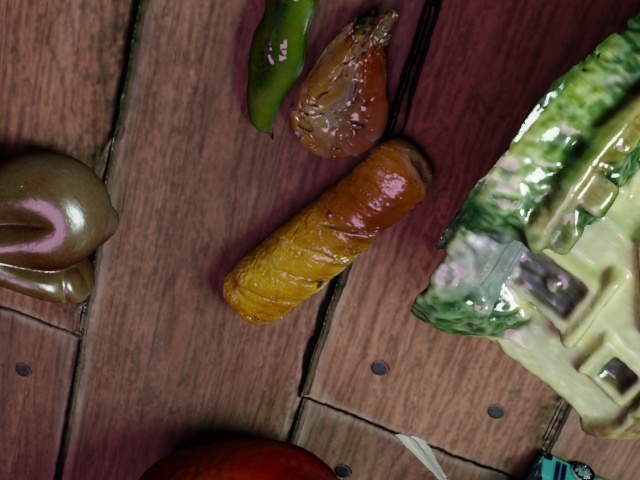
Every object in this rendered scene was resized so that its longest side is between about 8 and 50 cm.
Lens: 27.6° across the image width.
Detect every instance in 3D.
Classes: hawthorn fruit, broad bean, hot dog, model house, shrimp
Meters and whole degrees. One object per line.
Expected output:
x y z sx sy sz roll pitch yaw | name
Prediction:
-0.095 0.354 1.445 0.295 0.295 0.311 28 126 -1 | hawthorn fruit
-0.029 -0.216 1.178 0.060 0.043 0.297 33 130 26 | broad bean
0.000 -0.003 1.304 0.088 0.061 0.286 45 124 1 | hot dog
0.267 0.013 1.062 0.266 0.261 0.321 40 134 11 | model house
0.029 -0.148 1.209 0.091 0.043 0.184 26 131 2 | shrimp

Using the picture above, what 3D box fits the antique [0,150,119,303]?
-0.338 -0.046 1.349 0.257 0.121 0.143 25 119 0 | antique

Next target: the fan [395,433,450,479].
0.173 0.308 1.379 0.233 0.012 0.414 2 146 39 | fan

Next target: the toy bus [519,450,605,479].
0.287 0.301 1.387 0.160 0.092 0.079 25 125 1 | toy bus
